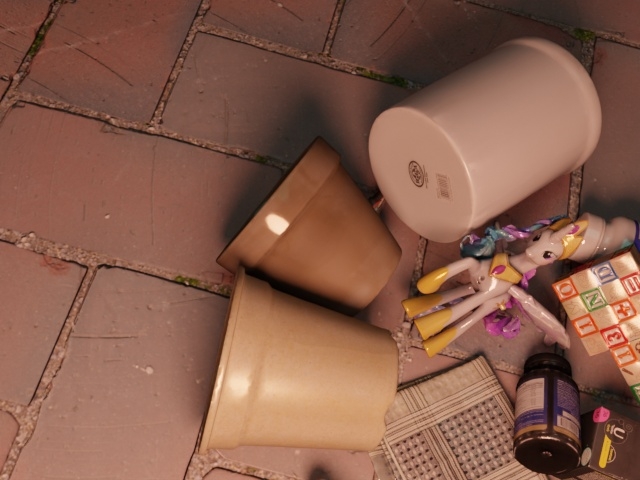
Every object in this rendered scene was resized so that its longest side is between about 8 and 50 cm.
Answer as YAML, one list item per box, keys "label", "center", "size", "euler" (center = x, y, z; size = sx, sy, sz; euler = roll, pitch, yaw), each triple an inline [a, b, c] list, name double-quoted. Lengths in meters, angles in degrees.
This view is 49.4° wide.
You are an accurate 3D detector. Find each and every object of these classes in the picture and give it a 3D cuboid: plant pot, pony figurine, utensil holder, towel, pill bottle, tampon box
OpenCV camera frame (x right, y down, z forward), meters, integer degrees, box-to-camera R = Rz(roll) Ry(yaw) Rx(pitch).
- label: "plant pot"
  center: [0.000, 0.000, 1.394]
  size: [0.280, 0.323, 0.323]
  euler: [38, 65, -7]
- label: "pony figurine"
  center: [0.351, 0.097, 1.385]
  size: [0.363, 0.351, 0.302]
  euler: [-28, 66, 1]
- label: "utensil holder"
  center: [0.341, -0.214, 1.483]
  size: [0.385, 0.327, 0.327]
  euler: [-30, 72, -25]
- label: "plant pot"
  center: [-0.035, 0.240, 1.251]
  size: [0.306, 0.334, 0.333]
  euler: [12, 64, -8]
- label: "towel"
  center: [0.254, 0.410, 1.351]
  size: [0.324, 0.056, 0.312]
  euler: [-18, 69, -15]
- label: "pill bottle"
  center: [0.692, 0.037, 1.532]
  size: [0.272, 0.152, 0.152]
  euler: [20, 64, 2]
- label: "pill bottle"
  center: [0.441, 0.329, 1.353]
  size: [0.123, 0.122, 0.219]
  euler: [20, 42, 2]
- label: "tampon box"
  center: [0.534, 0.406, 1.333]
  size: [0.101, 0.161, 0.120]
  euler: [23, 64, 3]

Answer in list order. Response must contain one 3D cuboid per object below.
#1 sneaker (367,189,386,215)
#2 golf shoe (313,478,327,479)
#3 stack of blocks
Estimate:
- label: "sneaker"
  center: [0.097, -0.071, 1.553]
  size: [0.065, 0.061, 0.158]
  euler: [31, 64, 15]
- label: "golf shoe"
  center: [0.086, 0.551, 1.242]
  size: [0.140, 0.115, 0.306]
  euler: [-26, 79, -27]
- label: "stack of blocks"
  center: [0.633, 0.179, 1.438]
  size: [0.087, 0.171, 0.297]
  euler: [-22, 83, -58]
